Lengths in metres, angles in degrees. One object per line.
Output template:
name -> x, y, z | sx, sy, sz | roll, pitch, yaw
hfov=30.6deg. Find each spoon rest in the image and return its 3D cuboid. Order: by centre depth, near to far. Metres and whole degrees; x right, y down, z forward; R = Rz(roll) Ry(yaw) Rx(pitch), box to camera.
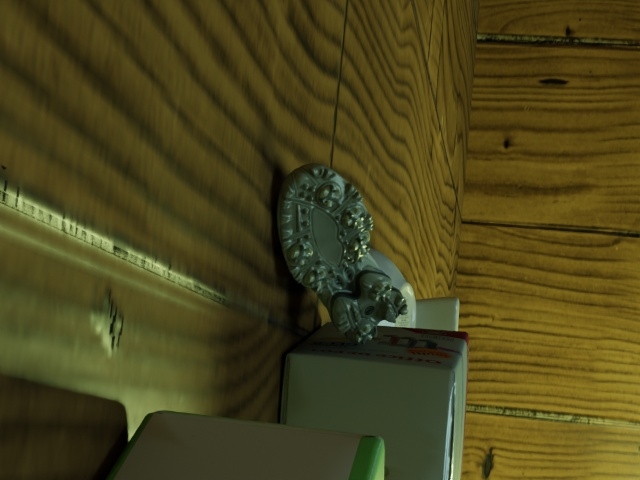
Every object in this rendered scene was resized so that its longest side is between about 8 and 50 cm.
spoon rest -> 0.072, 0.082, 1.247 | 0.276, 0.084, 0.137 | 14, 79, -67

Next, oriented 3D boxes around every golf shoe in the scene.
golf shoe -> 0.000, 0.000, 0.841 | 0.086, 0.069, 0.176 | 52, -10, 42

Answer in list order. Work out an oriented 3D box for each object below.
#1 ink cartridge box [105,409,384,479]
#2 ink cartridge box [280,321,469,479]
ink cartridge box -> -0.043, 0.240, 0.481 | 0.198, 0.114, 0.273 | -65, 157, -64
ink cartridge box -> 0.046, 0.140, 0.914 | 0.176, 0.128, 0.127 | -25, 119, -79
